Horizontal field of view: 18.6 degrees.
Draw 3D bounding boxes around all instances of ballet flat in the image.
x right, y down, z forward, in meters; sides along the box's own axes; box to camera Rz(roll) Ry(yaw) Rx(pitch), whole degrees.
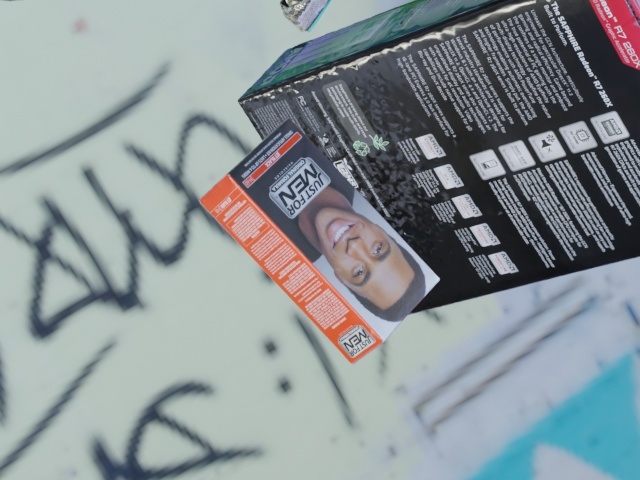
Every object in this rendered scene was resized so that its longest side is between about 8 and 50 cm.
[{"bbox_3d":[0.006,-0.196,1.409,0.114,0.041,0.041,-45,179,39],"label":"ballet flat"}]

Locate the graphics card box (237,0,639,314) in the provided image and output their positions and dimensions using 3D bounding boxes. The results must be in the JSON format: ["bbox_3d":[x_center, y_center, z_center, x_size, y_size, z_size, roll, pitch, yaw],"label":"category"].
[{"bbox_3d":[0.140,-0.082,1.488,0.371,0.233,0.094,-18,-156,40],"label":"graphics card box"}]

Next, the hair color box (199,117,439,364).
[{"bbox_3d":[0.000,0.000,1.218,0.072,0.141,0.043,-46,-176,-39],"label":"hair color box"}]
